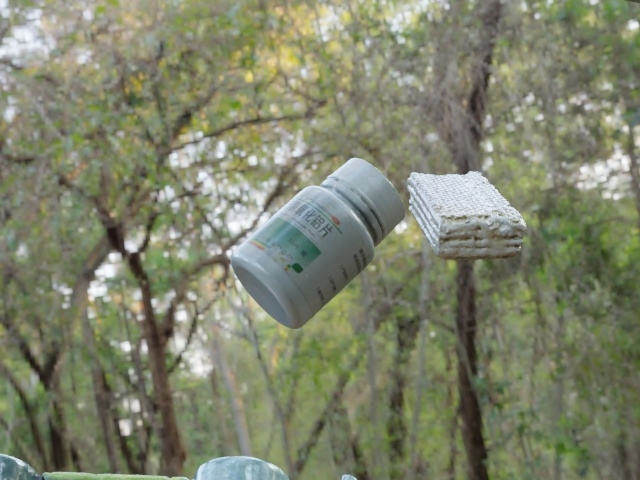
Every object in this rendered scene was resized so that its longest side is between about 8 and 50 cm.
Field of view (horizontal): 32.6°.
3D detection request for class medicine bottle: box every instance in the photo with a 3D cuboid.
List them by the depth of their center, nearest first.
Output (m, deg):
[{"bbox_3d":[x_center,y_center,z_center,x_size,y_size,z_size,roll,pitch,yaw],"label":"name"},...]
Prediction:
[{"bbox_3d":[0.000,0.000,0.863,0.130,0.080,0.080,-43,-6,-17],"label":"medicine bottle"}]

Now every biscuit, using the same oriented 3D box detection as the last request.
[{"bbox_3d":[0.178,-0.033,1.371,0.108,0.062,0.239,-1,18,-4],"label":"biscuit"}]

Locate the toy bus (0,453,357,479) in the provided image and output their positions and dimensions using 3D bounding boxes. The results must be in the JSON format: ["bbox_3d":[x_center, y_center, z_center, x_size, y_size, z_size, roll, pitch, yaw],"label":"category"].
[{"bbox_3d":[-0.076,0.126,0.350,0.174,0.088,0.101,2,-38,1],"label":"toy bus"}]

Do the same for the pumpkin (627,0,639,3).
[{"bbox_3d":[0.094,-0.172,0.359,0.152,0.211,0.211,-53,-25,9],"label":"pumpkin"}]
